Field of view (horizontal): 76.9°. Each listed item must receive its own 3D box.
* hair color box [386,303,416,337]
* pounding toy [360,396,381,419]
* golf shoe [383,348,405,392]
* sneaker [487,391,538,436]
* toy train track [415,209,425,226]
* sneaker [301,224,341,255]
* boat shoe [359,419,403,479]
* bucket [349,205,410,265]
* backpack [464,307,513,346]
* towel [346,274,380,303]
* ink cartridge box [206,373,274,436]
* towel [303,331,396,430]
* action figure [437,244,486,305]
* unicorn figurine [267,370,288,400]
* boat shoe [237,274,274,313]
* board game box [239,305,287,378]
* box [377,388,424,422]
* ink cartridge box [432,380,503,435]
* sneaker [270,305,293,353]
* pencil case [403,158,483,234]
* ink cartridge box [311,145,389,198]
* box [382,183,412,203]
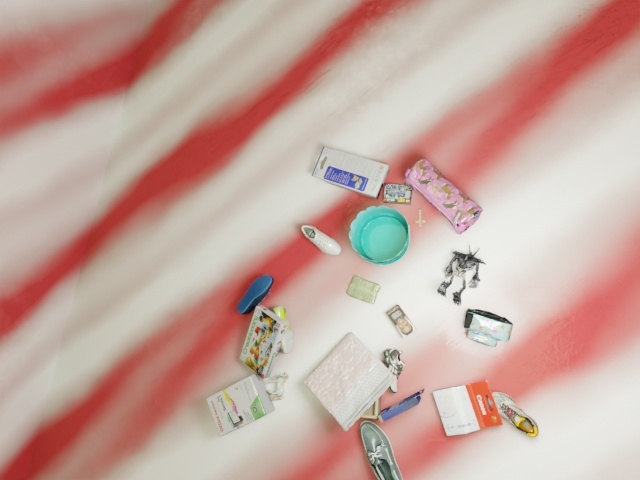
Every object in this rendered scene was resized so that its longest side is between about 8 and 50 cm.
[{"bbox_3d":[0.378,0.377,1.890,0.072,0.043,0.141,-38,72,7],"label":"hair color box"},{"bbox_3d":[0.186,0.711,1.869,0.181,0.094,0.205,-3,62,19],"label":"pounding toy"},{"bbox_3d":[0.345,0.595,1.844,0.094,0.077,0.198,-9,79,16],"label":"golf shoe"},{"bbox_3d":[0.800,0.716,1.668,0.225,0.093,0.088,36,93,21],"label":"sneaker"},{"bbox_3d":[0.484,-0.110,1.962,0.048,0.014,0.083,-2,79,17],"label":"toy train track"},{"bbox_3d":[0.000,0.000,2.053,0.235,0.095,0.090,33,89,19],"label":"sneaker"},{"bbox_3d":[0.267,0.962,1.788,0.116,0.099,0.319,-30,73,11],"label":"boat shoe"},{"bbox_3d":[0.291,-0.017,1.917,0.281,0.183,0.281,-3,79,18],"label":"bucket"},{"bbox_3d":[0.714,0.374,1.719,0.189,0.166,0.144,7,84,23],"label":"backpack"},{"bbox_3d":[0.212,0.243,1.976,0.148,0.027,0.110,20,87,20],"label":"towel"},{"bbox_3d":[-0.402,0.819,2.017,0.278,0.117,0.201,-30,73,11],"label":"ink cartridge box"},{"bbox_3d":[0.125,0.634,1.846,0.332,0.053,0.317,-45,50,-7],"label":"towel"},{"bbox_3d":[0.629,0.152,1.808,0.164,0.141,0.275,25,62,28],"label":"action figure"},{"bbox_3d":[-0.210,0.717,2.013,0.111,0.060,0.161,-3,95,17],"label":"unicorn figurine"},{"bbox_3d":[-0.334,0.280,2.115,0.258,0.089,0.109,-43,58,11],"label":"boat shoe"},{"bbox_3d":[-0.287,0.505,2.014,0.193,0.053,0.305,26,102,35],"label":"board game box"},{"bbox_3d":[0.367,0.726,1.779,0.225,0.136,0.036,-33,71,10],"label":"box"},{"bbox_3d":[0.620,0.713,1.716,0.232,0.066,0.189,-26,72,33],"label":"ink cartridge box"},{"bbox_3d":[-0.216,0.458,2.054,0.126,0.091,0.240,-19,75,33],"label":"sneaker"},{"bbox_3d":[0.563,-0.209,1.874,0.160,0.167,0.386,-43,70,6],"label":"pencil case"},{"bbox_3d":[0.154,-0.352,2.085,0.371,0.069,0.175,21,88,17],"label":"ink cartridge box"},{"bbox_3d":[0.385,-0.231,2.008,0.137,0.027,0.093,6,83,18],"label":"box"}]
